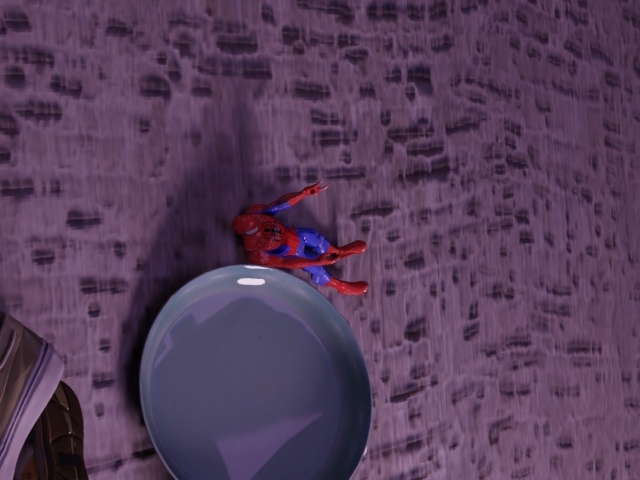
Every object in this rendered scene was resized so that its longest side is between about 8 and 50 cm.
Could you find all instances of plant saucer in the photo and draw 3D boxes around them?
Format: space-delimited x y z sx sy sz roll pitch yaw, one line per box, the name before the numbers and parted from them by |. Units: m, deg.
plant saucer | -0.082 0.187 2.131 0.317 0.043 0.318 10 70 -29

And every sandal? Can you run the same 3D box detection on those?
sandal | -0.295 0.258 1.896 0.090 0.060 0.219 26 51 -59

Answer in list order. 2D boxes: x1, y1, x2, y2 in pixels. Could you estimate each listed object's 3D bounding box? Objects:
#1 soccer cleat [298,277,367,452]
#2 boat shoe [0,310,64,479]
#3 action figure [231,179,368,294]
soccer cleat | 0.002 0.212 2.264 0.116 0.143 0.331 12 77 -56
boat shoe | -0.360 0.201 1.777 0.094 0.109 0.302 47 39 -24
action figure | 0.000 0.000 2.292 0.280 0.139 0.091 19 62 -52
